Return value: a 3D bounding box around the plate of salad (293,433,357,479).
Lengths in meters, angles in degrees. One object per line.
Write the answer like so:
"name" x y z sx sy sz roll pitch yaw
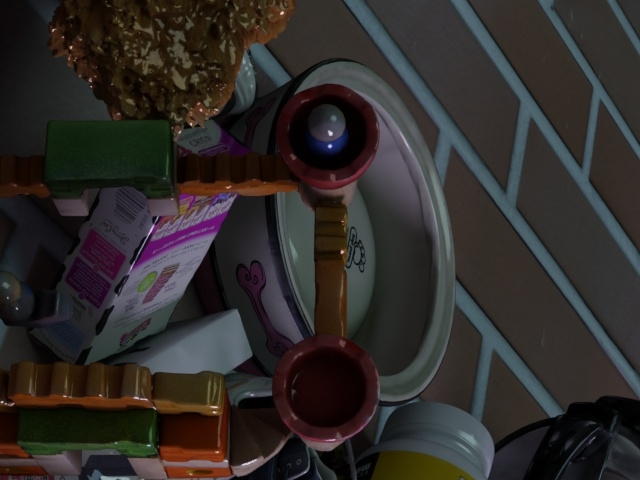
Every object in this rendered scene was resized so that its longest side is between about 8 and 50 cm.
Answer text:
"plate of salad" -0.007 0.276 1.876 0.048 0.200 0.199 1 77 -22

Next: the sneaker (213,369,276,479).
"sneaker" -0.123 0.217 1.720 0.262 0.121 0.099 -50 123 -40

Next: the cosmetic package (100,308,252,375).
"cosmetic package" -0.174 0.136 1.703 0.239 0.099 0.060 -30 106 -58

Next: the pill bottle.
"pill bottle" 0.101 0.358 1.993 0.188 0.188 0.334 58 36 -31

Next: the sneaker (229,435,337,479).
"sneaker" -0.074 0.291 1.756 0.086 0.163 0.226 61 37 -30

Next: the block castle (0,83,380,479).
"block castle" -0.180 0.029 1.377 0.213 0.453 0.303 91 -1 -74

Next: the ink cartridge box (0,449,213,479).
"ink cartridge box" -0.214 0.268 1.540 0.237 0.100 0.172 9 73 -41

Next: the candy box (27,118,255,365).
"candy box" -0.172 0.004 1.637 0.071 0.233 0.159 38 28 15

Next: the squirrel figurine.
"squirrel figurine" -0.211 -0.283 1.533 0.397 0.281 0.370 43 37 14

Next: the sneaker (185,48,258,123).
"sneaker" -0.164 -0.255 1.849 0.108 0.100 0.271 -26 94 -25

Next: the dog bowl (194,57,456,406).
"dog bowl" 0.000 0.000 1.981 0.408 0.150 0.408 27 57 -53

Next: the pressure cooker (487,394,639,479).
"pressure cooker" 0.358 0.438 2.224 0.420 0.375 0.370 43 21 -44
